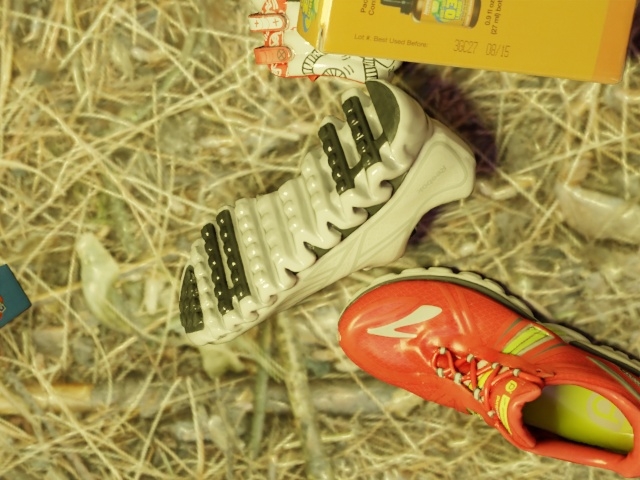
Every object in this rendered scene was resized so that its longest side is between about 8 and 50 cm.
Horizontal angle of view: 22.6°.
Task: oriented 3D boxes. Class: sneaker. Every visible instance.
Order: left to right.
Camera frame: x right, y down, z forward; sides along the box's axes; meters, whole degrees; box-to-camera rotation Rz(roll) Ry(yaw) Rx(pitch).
[{"bbox_3d":[-0.048,-0.208,1.211,0.270,0.090,0.145,21,106,5],"label":"sneaker"},{"bbox_3d":[0.000,0.000,1.249,0.118,0.110,0.292,21,133,-38],"label":"sneaker"},{"bbox_3d":[0.142,0.102,1.230,0.279,0.118,0.107,18,107,8],"label":"sneaker"}]

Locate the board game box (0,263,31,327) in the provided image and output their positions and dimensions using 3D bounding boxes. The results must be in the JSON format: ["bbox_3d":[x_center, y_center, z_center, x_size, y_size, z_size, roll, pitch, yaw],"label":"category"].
[{"bbox_3d":[-0.361,0.105,1.330,0.210,0.160,0.047,-29,97,19],"label":"board game box"}]

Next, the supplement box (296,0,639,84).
[{"bbox_3d":[0.104,-0.166,1.142,0.233,0.080,0.078,4,108,-18],"label":"supplement box"}]
